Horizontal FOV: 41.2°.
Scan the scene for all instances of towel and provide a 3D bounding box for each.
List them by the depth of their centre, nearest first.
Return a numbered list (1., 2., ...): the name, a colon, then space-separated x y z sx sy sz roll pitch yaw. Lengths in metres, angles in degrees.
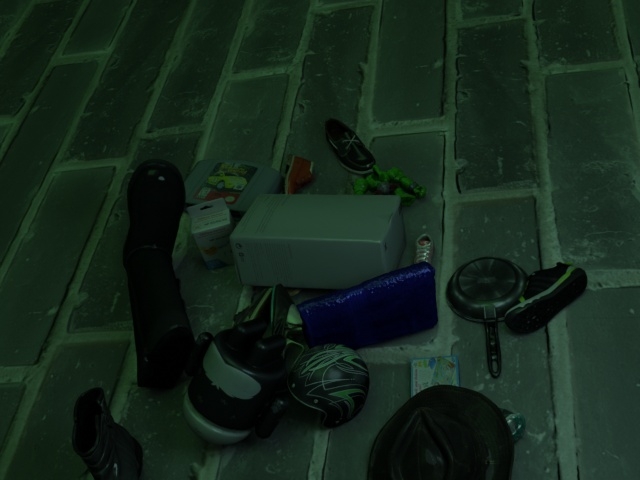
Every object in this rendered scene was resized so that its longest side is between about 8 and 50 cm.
1. towel: 0.111 0.166 1.858 0.308 0.228 0.076 -20 57 -3

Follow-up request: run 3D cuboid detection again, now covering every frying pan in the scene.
1. frying pan: 0.357 0.149 1.922 0.197 0.053 0.326 11 48 27

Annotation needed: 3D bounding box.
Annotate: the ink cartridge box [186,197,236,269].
1. ink cartridge box: -0.267 -0.015 2.181 0.104 0.181 0.062 -16 44 3

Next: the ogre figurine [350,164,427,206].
1. ogre figurine: 0.166 -0.131 2.221 0.197 0.097 0.118 -29 56 5

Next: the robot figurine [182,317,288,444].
1. robot figurine: -0.178 0.298 1.795 0.173 0.278 0.209 18 22 -26

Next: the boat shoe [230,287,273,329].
1. boat shoe: -0.175 0.197 2.018 0.073 0.080 0.223 14 57 22

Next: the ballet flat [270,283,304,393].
1. ballet flat: -0.080 0.229 1.958 0.096 0.095 0.280 3 58 8

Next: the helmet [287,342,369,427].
1. helmet: 0.019 0.297 1.798 0.169 0.161 0.169 -9 45 9

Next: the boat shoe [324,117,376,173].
1. boat shoe: 0.078 -0.264 2.391 0.084 0.079 0.233 -27 46 -12

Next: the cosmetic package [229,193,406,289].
1. cosmetic package: 0.000 0.000 2.075 0.385 0.156 0.217 4 35 20

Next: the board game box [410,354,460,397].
1. board game box: 0.244 0.316 1.805 0.103 0.026 0.154 -6 46 12

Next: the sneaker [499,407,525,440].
1. sneaker: 0.327 0.394 1.690 0.166 0.065 0.076 -34 26 -15

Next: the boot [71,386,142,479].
1. boot: -0.434 0.481 1.719 0.118 0.223 0.338 -22 44 -5

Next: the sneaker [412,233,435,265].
1. sneaker: 0.243 0.042 2.043 0.051 0.070 0.134 5 50 19

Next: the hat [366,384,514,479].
1. hat: 0.201 0.408 1.602 0.331 0.134 0.331 -18 50 23

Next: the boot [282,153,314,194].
1. boot: -0.061 -0.164 2.352 0.084 0.059 0.158 13 62 -5

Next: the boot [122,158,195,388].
1. boot: -0.382 0.075 2.019 0.146 0.367 0.445 2 38 -17

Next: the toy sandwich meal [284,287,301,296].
1. toy sandwich meal: -0.074 0.111 2.108 0.085 0.029 0.086 -10 48 11

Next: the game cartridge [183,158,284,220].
1. game cartridge: -0.260 -0.147 2.403 0.294 0.060 0.196 9 46 25

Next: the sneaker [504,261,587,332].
1. sneaker: 0.486 0.122 1.890 0.234 0.084 0.097 -28 37 -20
